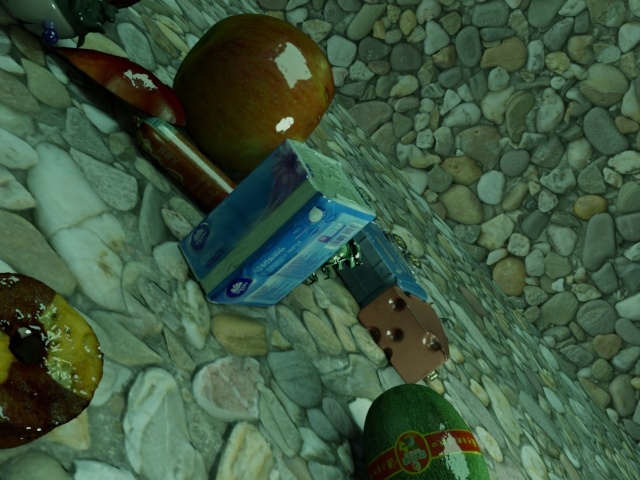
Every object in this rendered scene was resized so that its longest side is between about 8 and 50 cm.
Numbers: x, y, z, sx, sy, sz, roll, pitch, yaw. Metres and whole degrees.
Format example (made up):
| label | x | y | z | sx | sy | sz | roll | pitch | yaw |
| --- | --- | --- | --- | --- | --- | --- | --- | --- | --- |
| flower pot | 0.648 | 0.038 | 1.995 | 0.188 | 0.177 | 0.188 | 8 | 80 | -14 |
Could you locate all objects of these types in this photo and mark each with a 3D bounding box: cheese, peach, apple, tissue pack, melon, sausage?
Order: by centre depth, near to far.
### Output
| label | x | y | z | sx | sy | sz | roll | pitch | yaw |
| --- | --- | --- | --- | --- | --- | --- | --- | --- | --- |
| melon | 0.168 | 0.362 | 1.011 | 0.182 | 0.182 | 0.288 | 28 | 29 | -47 |
| tissue pack | -0.069 | -0.020 | 1.083 | 0.146 | 0.263 | 0.198 | 57 | 20 | 23 |
| sausage | -0.248 | -0.141 | 1.212 | 0.264 | 0.083 | 0.083 | 43 | 20 | -13 |
| peach | -0.371 | -0.314 | 1.232 | 0.279 | 0.068 | 0.189 | 29 | 9 | -35 |
| apple | -0.146 | -0.318 | 1.387 | 0.339 | 0.339 | 0.340 | 42 | 20 | -19 |
| cheese | 0.210 | 0.222 | 1.451 | 0.203 | 0.128 | 0.177 | 30 | 26 | -47 |

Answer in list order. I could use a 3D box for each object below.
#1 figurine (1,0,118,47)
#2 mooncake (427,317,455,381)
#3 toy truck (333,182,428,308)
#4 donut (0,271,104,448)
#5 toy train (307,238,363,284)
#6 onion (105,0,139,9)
| label | x | y | z | sx | sy | sz | roll | pitch | yaw |
| --- | --- | --- | --- | --- | --- | --- | --- | --- | --- |
| figurine | -0.515 | -0.506 | 1.165 | 0.382 | 0.186 | 0.261 | 50 | 7 | 21 |
| mooncake | 0.302 | 0.283 | 1.673 | 0.150 | 0.057 | 0.347 | 57 | 22 | -18 |
| toy truck | 0.115 | 0.026 | 1.595 | 0.367 | 0.146 | 0.175 | 55 | 24 | 17 |
| donut | -0.295 | 0.116 | 0.612 | 0.166 | 0.073 | 0.184 | 40 | 20 | -24 |
| toy train | 0.000 | 0.000 | 1.309 | 0.269 | 0.115 | 0.155 | 148 | -79 | -80 |
| onion | -0.488 | -0.599 | 1.390 | 0.246 | 0.190 | 0.246 | 24 | 20 | -9 |
